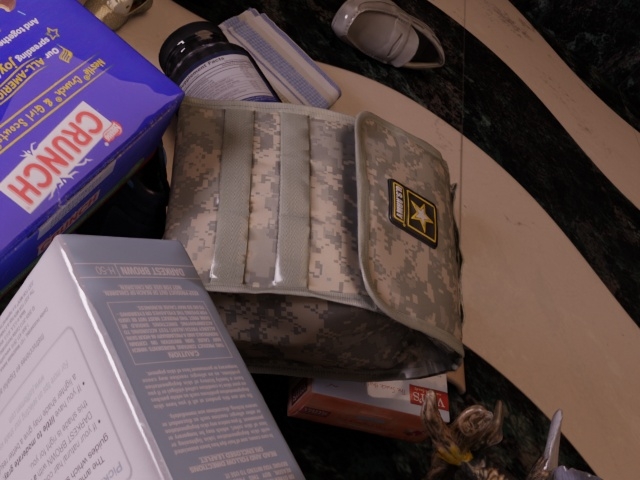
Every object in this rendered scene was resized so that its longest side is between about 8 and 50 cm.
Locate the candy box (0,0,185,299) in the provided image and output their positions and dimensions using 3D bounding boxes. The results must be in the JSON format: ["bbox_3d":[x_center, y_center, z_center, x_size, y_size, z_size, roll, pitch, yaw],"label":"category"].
[{"bbox_3d":[-0.319,-0.119,0.733,0.317,0.122,0.268,40,54,0],"label":"candy box"}]

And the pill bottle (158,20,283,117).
[{"bbox_3d":[-0.116,-0.166,1.128,0.122,0.123,0.219,3,47,-49],"label":"pill bottle"}]

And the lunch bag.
[{"bbox_3d":[0.000,0.000,0.859,0.286,0.169,0.235,4,54,-5],"label":"lunch bag"}]

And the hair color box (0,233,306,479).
[{"bbox_3d":[-0.106,0.197,0.595,0.113,0.185,0.375,4,47,-49],"label":"hair color box"}]

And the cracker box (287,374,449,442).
[{"bbox_3d":[0.049,0.086,0.971,0.155,0.067,0.232,17,51,-20],"label":"cracker box"}]

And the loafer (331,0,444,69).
[{"bbox_3d":[0.141,-0.394,1.748,0.111,0.112,0.319,47,28,26],"label":"loafer"}]

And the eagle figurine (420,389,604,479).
[{"bbox_3d":[0.190,0.303,0.820,0.226,0.225,0.298,20,24,-51],"label":"eagle figurine"}]

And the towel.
[{"bbox_3d":[-0.085,-0.249,1.368,0.209,0.034,0.285,43,31,-3],"label":"towel"}]

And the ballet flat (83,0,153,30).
[{"bbox_3d":[-0.269,-0.330,1.232,0.057,0.052,0.168,39,30,-8],"label":"ballet flat"}]

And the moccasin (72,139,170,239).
[{"bbox_3d":[-0.204,-0.122,0.968,0.137,0.117,0.342,13,40,-40],"label":"moccasin"}]

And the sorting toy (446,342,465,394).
[{"bbox_3d":[0.102,0.083,1.154,0.208,0.038,0.193,37,30,-18],"label":"sorting toy"}]
